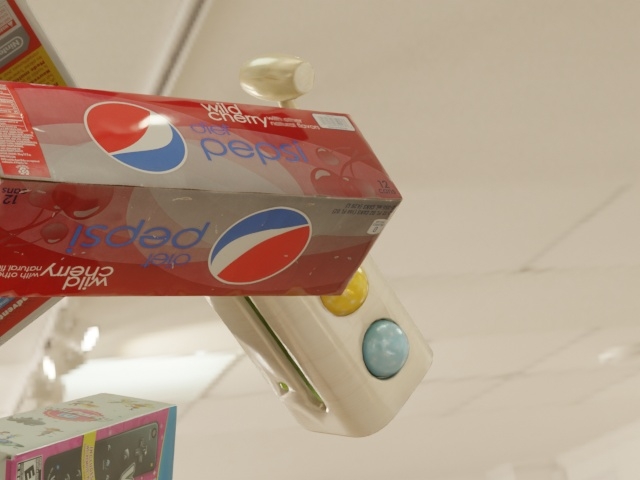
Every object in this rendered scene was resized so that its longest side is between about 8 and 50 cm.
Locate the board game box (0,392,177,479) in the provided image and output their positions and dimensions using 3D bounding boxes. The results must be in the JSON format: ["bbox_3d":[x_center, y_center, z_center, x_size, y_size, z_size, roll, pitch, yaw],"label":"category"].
[{"bbox_3d":[-0.254,0.280,1.232,0.097,0.224,0.303,5,3,19],"label":"board game box"}]

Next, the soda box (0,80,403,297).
[{"bbox_3d":[-0.088,-0.025,0.735,0.263,0.083,0.092,2,-45,-36],"label":"soda box"}]

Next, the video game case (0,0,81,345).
[{"bbox_3d":[-0.250,-0.058,0.837,0.204,0.025,0.285,-39,-53,-16],"label":"video game case"}]

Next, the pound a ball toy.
[{"bbox_3d":[0.000,0.000,1.195,0.135,0.208,0.319,-4,-53,48],"label":"pound a ball toy"}]
